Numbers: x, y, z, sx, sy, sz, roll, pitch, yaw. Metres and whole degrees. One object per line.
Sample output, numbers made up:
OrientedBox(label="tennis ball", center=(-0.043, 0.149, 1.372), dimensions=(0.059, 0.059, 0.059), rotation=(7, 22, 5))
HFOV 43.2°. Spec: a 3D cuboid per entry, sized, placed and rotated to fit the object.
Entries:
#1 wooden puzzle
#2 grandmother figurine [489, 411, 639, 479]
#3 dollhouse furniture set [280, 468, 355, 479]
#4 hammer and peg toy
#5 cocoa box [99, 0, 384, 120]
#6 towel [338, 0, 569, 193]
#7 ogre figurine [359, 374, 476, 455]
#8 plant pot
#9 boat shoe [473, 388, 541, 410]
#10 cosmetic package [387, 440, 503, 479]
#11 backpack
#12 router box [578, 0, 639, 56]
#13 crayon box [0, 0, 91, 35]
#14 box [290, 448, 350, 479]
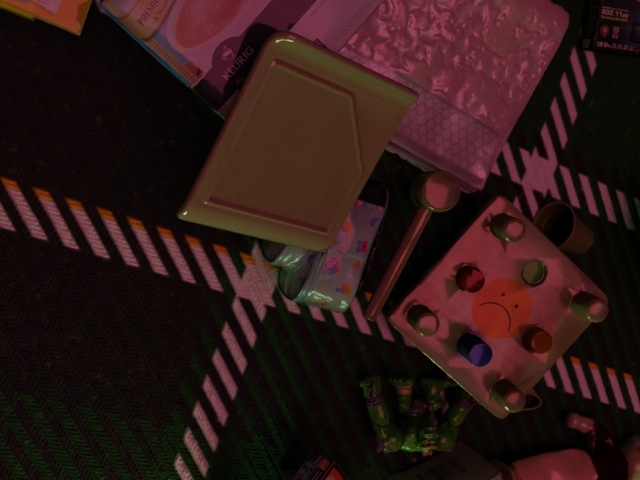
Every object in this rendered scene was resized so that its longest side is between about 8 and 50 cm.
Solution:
OrientedBox(label="wooden puzzle", center=(-0.025, -0.102, 0.912), dimensions=(0.221, 0.044, 0.239), rotation=(14, 116, -42))
OrientedBox(label="grandmother figurine", center=(0.456, 0.400, 1.397), dimensions=(0.342, 0.104, 0.208), rotation=(-3, 94, -22))
OrientedBox(label="dollhouse furniture set", center=(-0.047, 0.472, 1.190), dimensions=(0.242, 0.161, 0.212), rotation=(8, 99, -22))
OrientedBox(label="hammer and peg toy", center=(0.225, 0.072, 1.209), dimensions=(0.361, 0.127, 0.266), rotation=(41, 92, -13))
OrientedBox(label="cocoa box", center=(-0.065, -0.330, 0.953), dimensions=(0.228, 0.231, 0.347), rotation=(41, 94, -23))
OrientedBox(label="towel", center=(0.173, -0.268, 1.169), dimensions=(0.332, 0.053, 0.317), rotation=(25, 92, -24))
OrientedBox(label="ogre figurine", center=(0.154, 0.272, 1.262), dimensions=(0.197, 0.097, 0.118), rotation=(9, 82, -42))
OrientedBox(label="plant pot", center=(0.396, -0.011, 1.299), dimensions=(0.079, 0.083, 0.083), rotation=(22, 94, -35))
OrientedBox(label="boat shoe", center=(0.305, 0.256, 1.335), dimensions=(0.135, 0.045, 0.050), rotation=(4, 100, -21))
OrientedBox(label="cosmetic package", center=(0.230, 0.502, 1.317), dimensions=(0.153, 0.129, 0.296), rotation=(-20, 107, -17))
OrientedBox(label="backpack", center=(0.000, 0.000, 1.102), dimensions=(0.144, 0.166, 0.188), rotation=(9, 95, -20))
OrientedBox(label="router box", center=(0.472, -0.340, 1.270), dimensions=(0.122, 0.038, 0.092), rotation=(2, 100, -20))
OrientedBox(label="crayon box", center=(-0.400, -0.388, 0.915), dimensions=(0.323, 0.083, 0.203), rotation=(20, 94, -22))
OrientedBox(label="box", center=(0.005, 0.420, 1.127), dimensions=(0.159, 0.044, 0.233), rotation=(-49, 130, -20))
